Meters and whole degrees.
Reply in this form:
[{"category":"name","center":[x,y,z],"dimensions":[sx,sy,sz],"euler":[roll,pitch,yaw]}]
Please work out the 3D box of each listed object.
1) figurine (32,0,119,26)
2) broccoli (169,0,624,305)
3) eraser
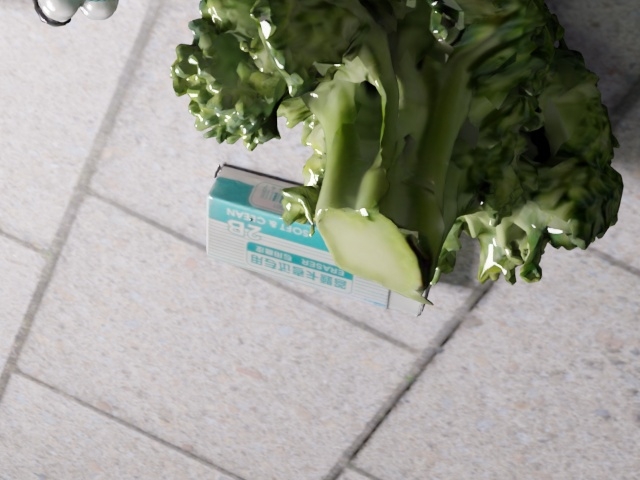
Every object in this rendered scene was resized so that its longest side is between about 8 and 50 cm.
[{"category":"figurine","center":[-0.155,-0.264,1.416],"dimensions":[0.137,0.110,0.245],"euler":[-6,159,-31]},{"category":"broccoli","center":[0.064,-0.108,1.367],"dimensions":[0.277,0.317,0.339],"euler":[-3,103,27]},{"category":"eraser","center":[0.000,0.000,1.691],"dimensions":[0.225,0.052,0.096],"euler":[15,140,9]}]
